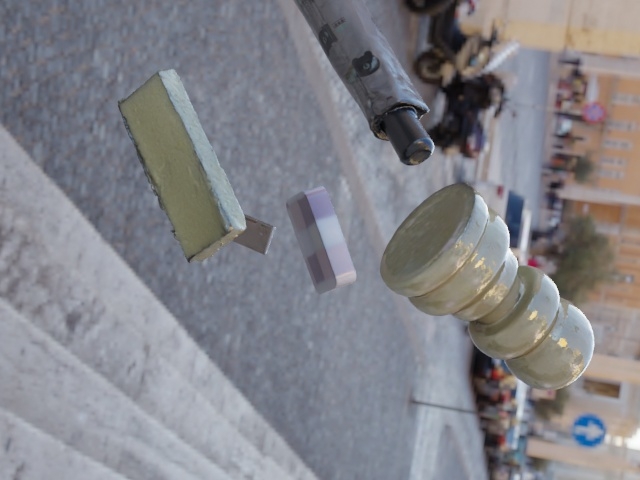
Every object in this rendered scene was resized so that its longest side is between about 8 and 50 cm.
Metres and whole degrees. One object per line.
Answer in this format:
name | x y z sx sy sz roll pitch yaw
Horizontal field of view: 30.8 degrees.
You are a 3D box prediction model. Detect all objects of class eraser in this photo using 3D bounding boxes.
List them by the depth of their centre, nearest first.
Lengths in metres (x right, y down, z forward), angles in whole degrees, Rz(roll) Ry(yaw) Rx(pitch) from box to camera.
eraser | 0.000 0.000 1.193 0.065 0.026 0.105 -26 -98 69

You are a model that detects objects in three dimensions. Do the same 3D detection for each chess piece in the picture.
chess piece | 0.234 0.081 1.497 0.167 0.300 0.167 -41 -159 20

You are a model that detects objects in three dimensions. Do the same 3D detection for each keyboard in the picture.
keyboard | -0.152 -0.030 1.983 0.017 0.166 0.055 -4 114 -63

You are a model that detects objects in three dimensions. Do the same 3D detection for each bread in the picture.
bread | -0.115 -0.062 0.959 0.028 0.068 0.153 -20 81 -46

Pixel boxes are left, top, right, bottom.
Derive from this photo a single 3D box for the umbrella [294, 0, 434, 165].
umbrella | 0.039 -0.221 1.324 0.073 0.337 0.067 -2 143 -41
